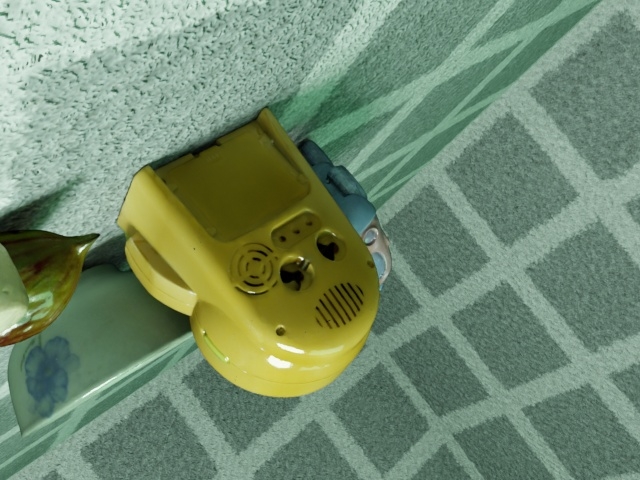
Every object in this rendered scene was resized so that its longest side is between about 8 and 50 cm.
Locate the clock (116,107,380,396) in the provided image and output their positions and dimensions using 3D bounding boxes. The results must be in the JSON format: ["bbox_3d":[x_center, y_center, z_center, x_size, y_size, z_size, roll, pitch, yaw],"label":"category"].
[{"bbox_3d":[-0.069,0.032,0.863,0.244,0.317,0.200,-33,166,-31],"label":"clock"}]

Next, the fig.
[{"bbox_3d":[-0.276,0.034,0.660,0.154,0.103,0.109,-30,-163,6],"label":"fig"}]

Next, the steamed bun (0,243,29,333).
[{"bbox_3d":[-0.328,0.056,0.501,0.212,0.111,0.231,-27,176,-24],"label":"steamed bun"}]

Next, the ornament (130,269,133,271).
[{"bbox_3d":[-0.327,0.108,1.178,0.180,0.059,0.201,-29,172,-38],"label":"ornament"}]

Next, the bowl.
[{"bbox_3d":[-0.300,0.123,0.945,0.289,0.146,0.289,-32,178,-1],"label":"bowl"}]

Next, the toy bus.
[{"bbox_3d":[0.000,0.000,1.137,0.197,0.232,0.294,-40,-149,-1],"label":"toy bus"}]
